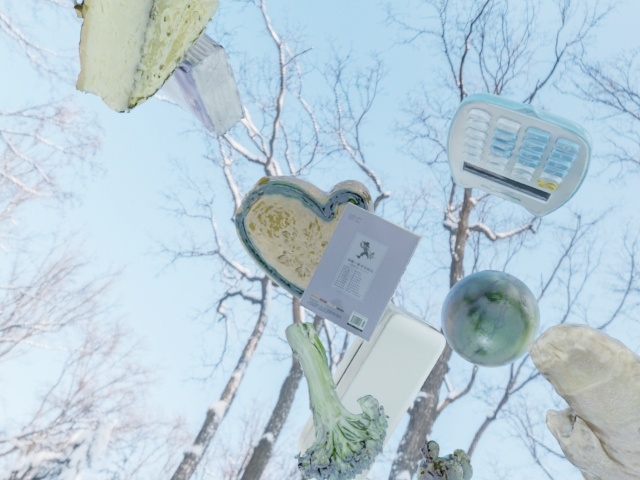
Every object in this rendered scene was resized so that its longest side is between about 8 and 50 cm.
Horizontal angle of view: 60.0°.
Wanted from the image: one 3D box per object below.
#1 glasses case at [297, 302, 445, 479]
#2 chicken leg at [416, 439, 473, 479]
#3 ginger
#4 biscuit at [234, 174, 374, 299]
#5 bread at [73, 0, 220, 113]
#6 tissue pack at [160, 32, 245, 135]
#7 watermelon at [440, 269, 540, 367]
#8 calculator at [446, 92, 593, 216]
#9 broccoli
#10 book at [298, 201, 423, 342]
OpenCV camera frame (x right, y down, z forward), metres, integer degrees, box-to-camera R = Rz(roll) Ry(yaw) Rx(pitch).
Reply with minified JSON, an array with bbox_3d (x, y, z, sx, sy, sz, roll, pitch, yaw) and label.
[{"bbox_3d":[0.087,0.268,0.975,0.131,0.070,0.313,28,-86,-21],"label":"glasses case"},{"bbox_3d":[0.240,0.552,0.917,0.201,0.429,0.153,-11,-18,5],"label":"chicken leg"},{"bbox_3d":[0.205,0.147,0.367,0.089,0.075,0.288,-7,-44,36],"label":"ginger"},{"bbox_3d":[0.000,0.001,1.106,0.343,0.057,0.287,42,-60,-10],"label":"biscuit"},{"bbox_3d":[-0.391,-0.450,1.076,0.248,0.315,0.279,34,-11,21],"label":"bread"},{"bbox_3d":[-0.354,-0.447,1.402,0.343,0.125,0.242,41,-17,25],"label":"tissue pack"},{"bbox_3d":[0.417,0.193,1.370,0.242,0.242,0.242,11,-54,15],"label":"watermelon"},{"bbox_3d":[0.360,-0.156,1.032,0.256,0.054,0.386,25,-8,17],"label":"calculator"},{"bbox_3d":[0.007,0.194,0.688,0.118,0.204,0.122,-16,-26,-9],"label":"broccoli"},{"bbox_3d":[0.059,0.047,0.847,0.127,0.014,0.182,26,-86,10],"label":"book"}]
